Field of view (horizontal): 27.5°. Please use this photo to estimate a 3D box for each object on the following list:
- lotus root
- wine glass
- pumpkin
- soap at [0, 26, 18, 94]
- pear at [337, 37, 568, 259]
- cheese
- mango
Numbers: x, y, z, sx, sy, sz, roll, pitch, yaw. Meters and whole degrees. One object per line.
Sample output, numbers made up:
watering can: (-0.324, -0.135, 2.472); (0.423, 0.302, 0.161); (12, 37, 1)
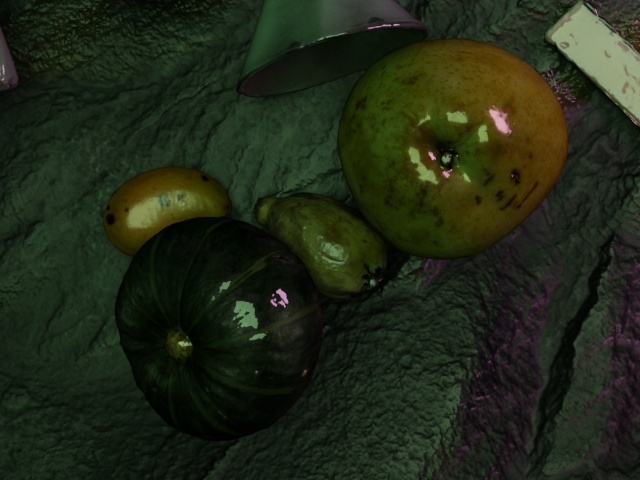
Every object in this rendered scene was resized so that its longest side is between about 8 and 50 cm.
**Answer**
lotus root: (0.000, 0.000, 1.794); (0.214, 0.138, 0.138); (33, 91, 6)
wine glass: (-0.034, -0.421, 1.747); (0.267, 0.267, 0.406); (-15, 84, 2)
pumpkin: (-0.133, 0.116, 1.745); (0.300, 0.207, 0.300); (8, 106, 28)
soap: (-0.640, -0.344, 1.722); (0.350, 0.213, 0.435); (-19, 97, 23)
pear: (0.167, -0.129, 1.714); (0.303, 0.304, 0.304); (0, 90, 2)
cheese: (0.480, -0.175, 1.832); (0.400, 0.034, 0.085); (44, 96, 1)
mango: (-0.216, -0.044, 1.821); (0.178, 0.090, 0.115); (-22, 91, -3)
